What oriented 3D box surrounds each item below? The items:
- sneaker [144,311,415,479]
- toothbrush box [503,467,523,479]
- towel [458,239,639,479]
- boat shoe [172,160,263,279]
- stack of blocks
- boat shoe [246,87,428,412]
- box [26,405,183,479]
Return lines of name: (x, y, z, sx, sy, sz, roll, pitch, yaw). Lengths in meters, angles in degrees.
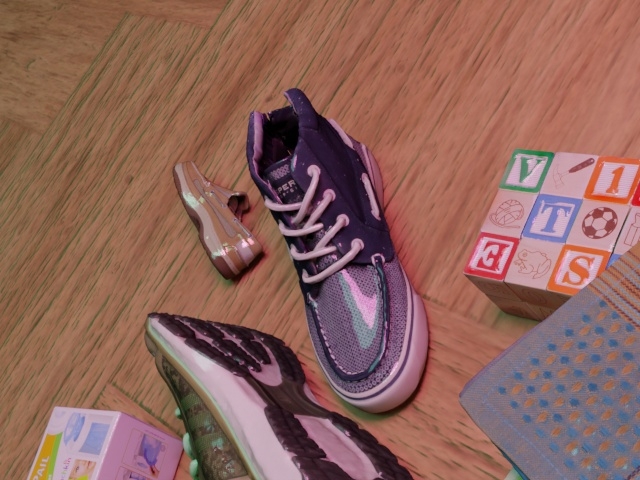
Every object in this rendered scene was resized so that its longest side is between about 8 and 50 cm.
sneaker: (-0.086, 0.203, 0.928, 0.410, 0.158, 0.182, 39, 107, 52)
toothbrush box: (0.219, 0.231, 0.653, 0.283, 0.122, 0.206, -51, 42, -3)
towel: (0.292, 0.067, 0.595, 0.370, 0.040, 0.271, -42, 42, 5)
boat shoe: (-0.119, -0.036, 1.172, 0.072, 0.068, 0.190, -32, 54, 2)
stack of blocks: (0.284, -0.005, 0.786, 0.297, 0.087, 0.171, 11, 69, 44)
boat shoe: (0.000, 0.000, 0.968, 0.127, 0.158, 0.340, -31, 46, 20)
box: (-0.242, 0.287, 1.012, 0.114, 0.103, 0.203, -5, 59, 38)
